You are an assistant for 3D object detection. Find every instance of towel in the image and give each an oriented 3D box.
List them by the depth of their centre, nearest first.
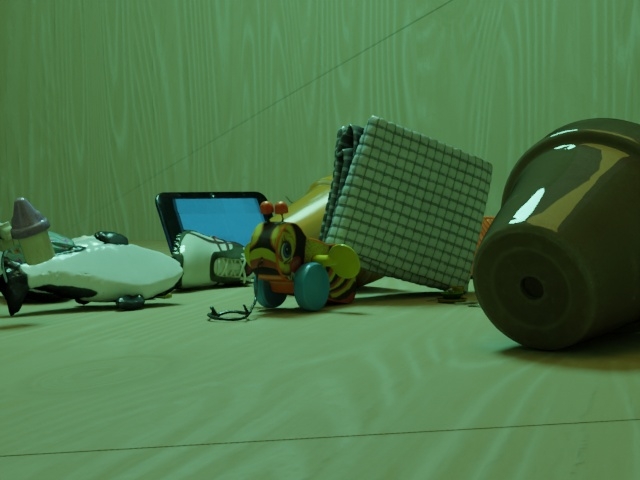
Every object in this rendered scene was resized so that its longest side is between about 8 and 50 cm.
[{"bbox_3d":[0.132,-0.053,1.975,0.283,0.235,0.121,17,-4,-31],"label":"towel"}]

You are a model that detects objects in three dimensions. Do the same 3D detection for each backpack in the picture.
[{"bbox_3d":[-0.464,0.040,1.999,0.151,0.115,0.182,1,5,-11],"label":"backpack"}]

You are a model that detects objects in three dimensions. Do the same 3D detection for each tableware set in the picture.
[{"bbox_3d":[0.245,0.084,1.857,0.104,0.024,0.154,-2,2,-33],"label":"tableware set"}]

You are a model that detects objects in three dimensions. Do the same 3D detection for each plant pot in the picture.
[{"bbox_3d":[0.292,0.016,1.377,0.263,0.263,0.229,1,22,37],"label":"plant pot"},{"bbox_3d":[0.000,0.000,2.102,0.188,0.205,0.205,-21,14,-35],"label":"plant pot"}]

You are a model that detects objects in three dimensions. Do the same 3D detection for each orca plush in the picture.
[{"bbox_3d":[-0.351,0.079,1.840,0.287,0.102,0.151,-17,59,-45],"label":"orca plush"}]

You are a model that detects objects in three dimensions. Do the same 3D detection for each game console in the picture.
[{"bbox_3d":[-0.171,-0.019,2.590,0.293,0.174,0.250,-3,3,-37],"label":"game console"}]

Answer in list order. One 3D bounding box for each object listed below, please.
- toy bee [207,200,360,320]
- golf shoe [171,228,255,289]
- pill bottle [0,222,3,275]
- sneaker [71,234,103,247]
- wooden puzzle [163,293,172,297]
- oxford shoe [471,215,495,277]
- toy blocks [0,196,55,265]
[{"bbox_3d":[-0.037,0.024,1.760,0.195,0.162,0.298,2,3,13],"label":"toy bee"},{"bbox_3d":[-0.187,0.036,2.196,0.120,0.105,0.273,8,5,17],"label":"golf shoe"},{"bbox_3d":[-0.680,0.029,2.203,0.216,0.121,0.121,-1,3,-6],"label":"pill bottle"},{"bbox_3d":[-0.503,0.046,2.412,0.235,0.090,0.095,-6,17,-20],"label":"sneaker"},{"bbox_3d":[-0.310,0.089,1.988,0.116,0.014,0.078,-3,3,-34],"label":"wooden puzzle"},{"bbox_3d":[0.367,0.028,2.436,0.363,0.130,0.133,-10,-26,-29],"label":"oxford shoe"},{"bbox_3d":[-0.549,-0.057,1.633,0.288,0.260,0.309,1,24,44],"label":"toy blocks"}]
